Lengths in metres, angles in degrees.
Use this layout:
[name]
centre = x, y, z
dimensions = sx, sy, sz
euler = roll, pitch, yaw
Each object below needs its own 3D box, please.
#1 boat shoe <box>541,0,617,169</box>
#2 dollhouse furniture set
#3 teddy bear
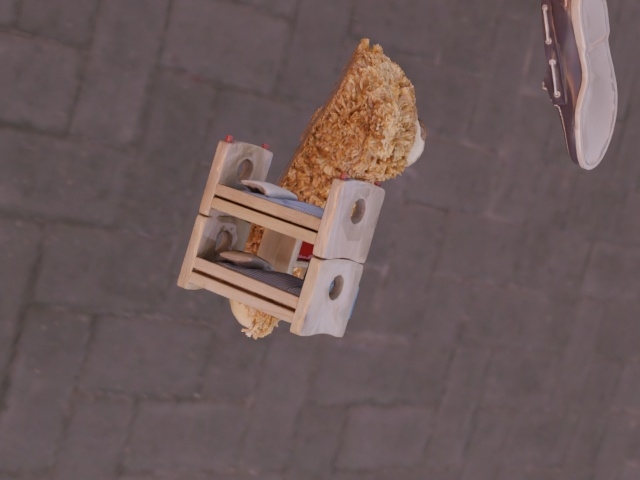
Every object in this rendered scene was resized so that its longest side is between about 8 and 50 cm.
[boat shoe]
centre = 0.278, -0.180, 1.630
dimensions = 0.075, 0.065, 0.206
euler = -24, 115, -43
[dollhouse furniture set]
centre = 0.000, 0.000, 1.241
dimensions = 0.183, 0.129, 0.129
euler = 8, 100, -57
[teddy bear]
centre = 0.006, -0.042, 1.559
dimensions = 0.113, 0.245, 0.338
euler = 29, 103, -8
